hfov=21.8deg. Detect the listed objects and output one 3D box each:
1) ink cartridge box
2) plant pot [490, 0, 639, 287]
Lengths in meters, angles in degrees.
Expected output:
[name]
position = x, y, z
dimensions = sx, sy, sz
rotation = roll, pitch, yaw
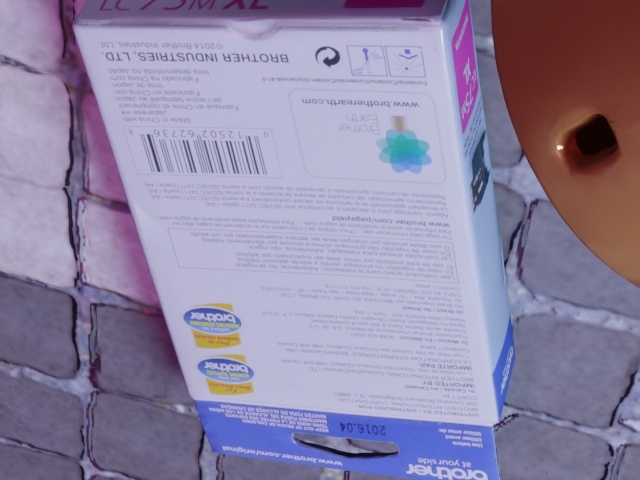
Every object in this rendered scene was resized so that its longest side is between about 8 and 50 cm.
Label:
[ink cartridge box]
position = 0.000, 0.000, 0.876
dimensions = 0.186, 0.065, 0.311
rotation = 3, 129, 18
[plant pot]
position = 0.199, -0.090, 0.588
dimensions = 0.291, 0.291, 0.203
rotation = 46, 146, -22
